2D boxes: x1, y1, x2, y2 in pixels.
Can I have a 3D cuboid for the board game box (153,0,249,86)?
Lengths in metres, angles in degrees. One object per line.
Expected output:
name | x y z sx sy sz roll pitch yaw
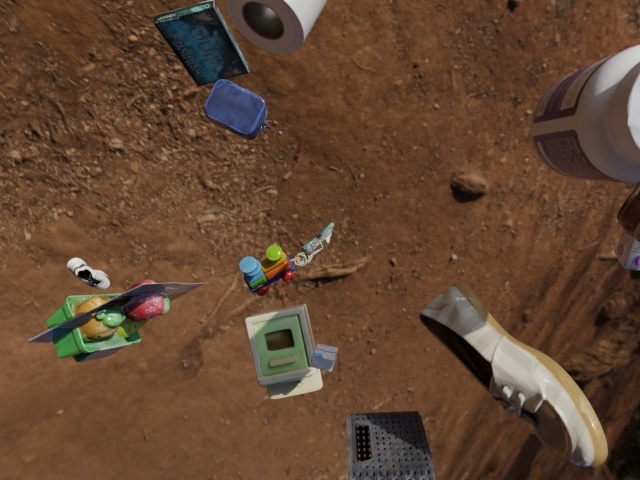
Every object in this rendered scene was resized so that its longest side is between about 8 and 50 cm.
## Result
board game box | -0.237 -0.400 0.994 0.126 0.026 0.186 -11 157 10

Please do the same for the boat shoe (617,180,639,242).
boat shoe | 0.263 -0.074 0.329 0.178 0.060 0.064 -50 138 4

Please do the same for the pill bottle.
pill bottle | 0.364 -0.145 0.574 0.153 0.153 0.264 -63 178 12

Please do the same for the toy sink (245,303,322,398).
toy sink | -0.090 0.294 1.239 0.153 0.234 0.131 -11 176 1

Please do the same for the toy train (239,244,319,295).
toy train | -0.120 0.055 1.438 0.248 0.105 0.143 -29 155 -7

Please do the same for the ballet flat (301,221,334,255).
ballet flat | 0.000 0.000 1.276 0.114 0.041 0.041 -41 138 -16

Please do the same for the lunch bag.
lunch bag | -0.131 -0.207 0.779 0.098 0.065 0.067 27 91 -4

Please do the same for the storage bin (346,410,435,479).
storage bin | 0.075 0.290 0.520 0.084 0.122 0.180 -4 106 3

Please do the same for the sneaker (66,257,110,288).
sneaker | -0.479 0.079 1.005 0.040 0.044 0.109 -49 145 -8

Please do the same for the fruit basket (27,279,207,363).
fruit basket | -0.515 0.198 1.287 0.353 0.165 0.327 -21 171 10

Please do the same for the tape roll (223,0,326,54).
tape roll | -0.122 -0.667 1.336 0.246 0.246 0.169 47 62 -49

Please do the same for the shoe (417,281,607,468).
shoe | 0.165 0.121 0.451 0.058 0.219 0.076 -18 123 -10

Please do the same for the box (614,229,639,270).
box | 0.634 -0.092 0.888 0.067 0.063 0.324 -63 158 -55

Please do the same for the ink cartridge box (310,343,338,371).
ink cartridge box | 0.010 0.253 1.060 0.083 0.048 0.028 -47 147 -76
